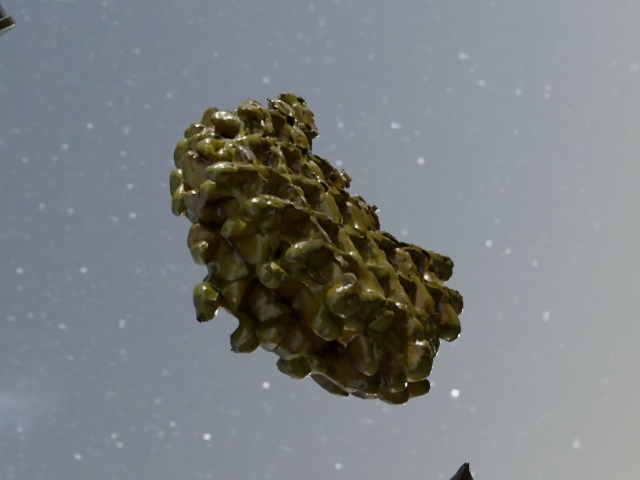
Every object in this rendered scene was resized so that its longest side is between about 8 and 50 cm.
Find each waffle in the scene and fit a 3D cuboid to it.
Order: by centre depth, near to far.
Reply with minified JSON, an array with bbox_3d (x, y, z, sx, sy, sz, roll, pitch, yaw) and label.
[{"bbox_3d":[0.000,0.000,0.732,0.193,0.070,0.197,36,-152,-27],"label":"waffle"}]

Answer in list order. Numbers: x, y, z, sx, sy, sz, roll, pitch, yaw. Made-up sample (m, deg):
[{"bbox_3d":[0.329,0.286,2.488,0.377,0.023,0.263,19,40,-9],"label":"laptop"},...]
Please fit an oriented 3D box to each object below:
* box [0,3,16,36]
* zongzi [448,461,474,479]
[{"bbox_3d":[-0.310,-0.123,0.813,0.201,0.144,0.090,-35,-78,-37],"label":"box"},{"bbox_3d":[0.065,0.187,0.802,0.067,0.083,0.073,64,-157,-4],"label":"zongzi"}]
